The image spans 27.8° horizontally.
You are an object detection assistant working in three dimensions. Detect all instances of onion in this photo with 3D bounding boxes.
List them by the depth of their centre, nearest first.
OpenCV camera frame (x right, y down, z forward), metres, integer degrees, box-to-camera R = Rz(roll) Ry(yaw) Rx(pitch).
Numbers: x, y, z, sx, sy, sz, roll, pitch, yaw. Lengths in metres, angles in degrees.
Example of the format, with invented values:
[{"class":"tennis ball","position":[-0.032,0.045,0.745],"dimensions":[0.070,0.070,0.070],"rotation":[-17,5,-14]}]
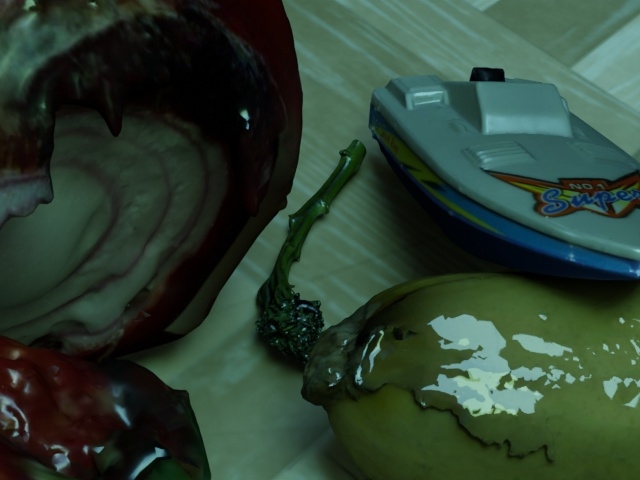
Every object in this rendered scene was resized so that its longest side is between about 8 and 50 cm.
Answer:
[{"class":"onion","position":[-0.186,-0.081,0.630],"dimensions":[0.341,0.341,0.341],"rotation":[6,48,-7]}]

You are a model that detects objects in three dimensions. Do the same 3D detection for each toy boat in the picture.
[{"class":"toy boat","position":[0.120,-0.037,0.728],"dimensions":[0.129,0.088,0.295],"rotation":[1,19,-12]}]

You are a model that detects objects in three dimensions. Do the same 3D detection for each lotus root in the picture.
[{"class":"lotus root","position":[0.137,0.087,0.679],"dimensions":[0.303,0.131,0.146],"rotation":[4,63,-10]}]

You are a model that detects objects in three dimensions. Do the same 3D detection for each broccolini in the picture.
[{"class":"broccolini","position":[-0.007,0.001,0.786],"dimensions":[0.052,0.054,0.194],"rotation":[-1,44,12]}]

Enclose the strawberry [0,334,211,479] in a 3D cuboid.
[{"class":"strawberry","position":[-0.162,0.171,0.478],"dimensions":[0.288,0.238,0.250],"rotation":[-16,24,-16]}]
